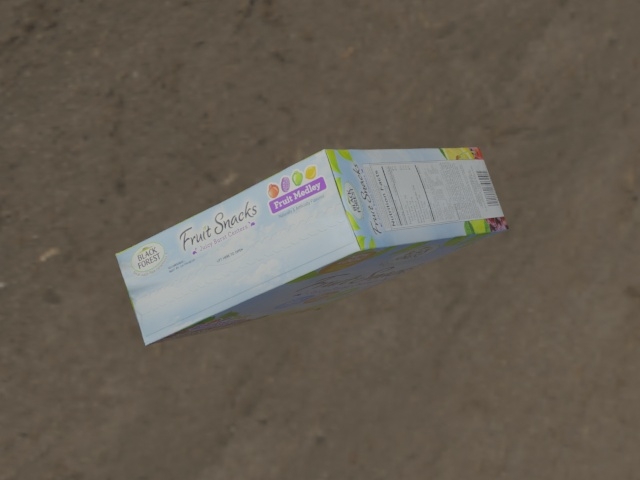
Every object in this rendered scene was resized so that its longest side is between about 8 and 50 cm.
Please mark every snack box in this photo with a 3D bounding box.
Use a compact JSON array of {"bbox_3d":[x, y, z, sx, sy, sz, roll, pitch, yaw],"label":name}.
[{"bbox_3d":[0.000,0.000,0.915,0.207,0.174,0.070,-9,77,-59],"label":"snack box"}]
